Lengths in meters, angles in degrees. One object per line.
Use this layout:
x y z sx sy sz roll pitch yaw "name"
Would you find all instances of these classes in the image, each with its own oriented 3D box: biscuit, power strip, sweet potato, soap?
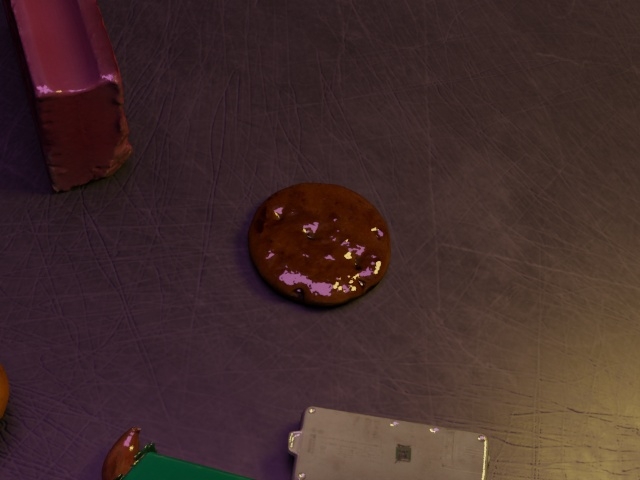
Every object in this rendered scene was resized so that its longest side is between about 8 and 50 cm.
0.000 0.000 1.784 0.212 0.036 0.212 3 54 -4 "biscuit"
0.090 0.283 1.591 0.271 0.046 0.118 9 53 2 "power strip"
-0.236 0.323 1.528 0.058 0.055 0.202 24 45 -32 "sweet potato"
-0.374 -0.278 1.821 0.128 0.233 0.359 -14 58 -13 "soap"

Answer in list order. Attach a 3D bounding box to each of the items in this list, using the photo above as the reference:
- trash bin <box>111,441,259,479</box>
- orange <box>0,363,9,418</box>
-0.069 0.406 1.353 0.381 0.295 0.259 17 33 21 "trash bin"
-0.460 0.187 1.543 0.156 0.156 0.124 13 94 4 "orange"
